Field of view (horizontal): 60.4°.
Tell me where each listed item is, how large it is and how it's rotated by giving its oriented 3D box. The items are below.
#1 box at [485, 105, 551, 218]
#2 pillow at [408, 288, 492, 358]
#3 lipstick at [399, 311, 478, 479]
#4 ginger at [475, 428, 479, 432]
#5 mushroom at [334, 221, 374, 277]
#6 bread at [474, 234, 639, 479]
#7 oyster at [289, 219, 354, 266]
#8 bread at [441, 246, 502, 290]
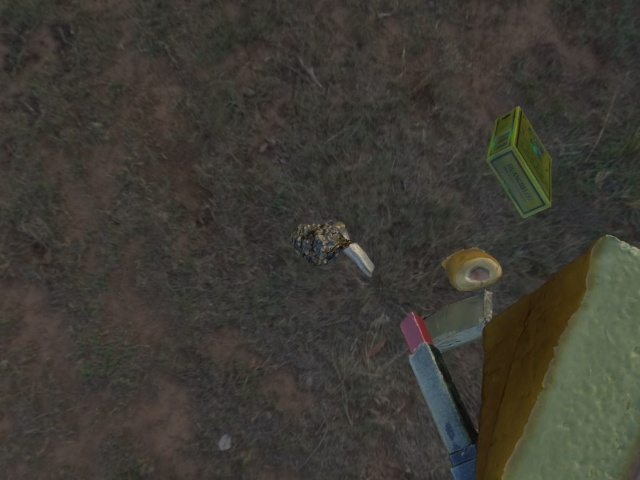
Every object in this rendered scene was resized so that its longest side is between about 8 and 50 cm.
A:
[{"bbox_3d":[0.391,-0.158,1.071,0.064,0.220,0.141,-28,108,36],"label":"box"},{"bbox_3d":[0.280,0.186,1.182,0.053,0.119,0.208,39,130,-24],"label":"pillow"},{"bbox_3d":[0.178,0.243,0.743,0.051,0.051,0.312,-32,58,18],"label":"lipstick"},{"bbox_3d":[0.362,0.474,1.249,0.057,0.137,0.044,20,130,20],"label":"ginger"},{"bbox_3d":[0.099,0.025,1.664,0.059,0.054,0.202,-34,83,-42],"label":"mushroom"},{"bbox_3d":[0.296,0.233,0.551,0.233,0.245,0.362,24,55,-5],"label":"bread"},{"bbox_3d":[-0.006,-0.001,1.221,0.105,0.177,0.056,-39,125,-12],"label":"oyster"},{"bbox_3d":[0.400,0.072,1.461,0.134,0.173,0.085,-18,95,3],"label":"bread"}]
